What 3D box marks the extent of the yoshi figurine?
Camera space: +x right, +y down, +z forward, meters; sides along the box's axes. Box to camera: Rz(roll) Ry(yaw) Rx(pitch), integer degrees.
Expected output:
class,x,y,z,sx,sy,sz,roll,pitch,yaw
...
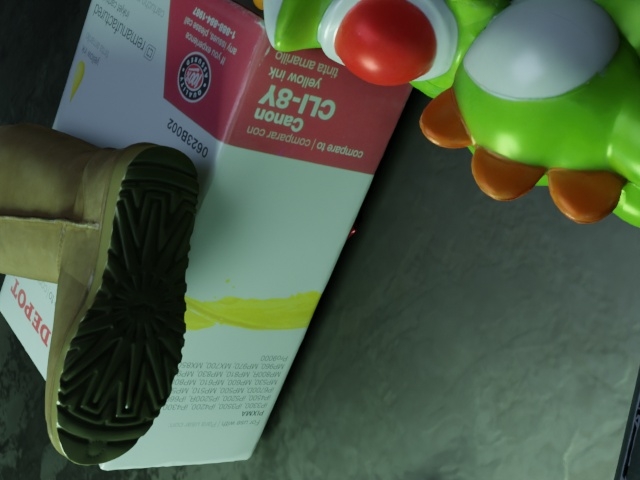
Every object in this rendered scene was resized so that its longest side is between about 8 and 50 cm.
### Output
class,x,y,z,sx,sy,sz,roll,pitch,yaw
yoshi figurine,0.109,-0.157,0.587,0.362,0.203,0.203,40,106,19

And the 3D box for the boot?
class,x,y,z,sx,sy,sz,roll,pitch,yaw
boot,-0.206,0.026,0.742,0.269,0.089,0.236,9,81,48

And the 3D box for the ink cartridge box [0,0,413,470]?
class,x,y,z,sx,sy,sz,roll,pitch,yaw
ink cartridge box,-0.122,-0.033,0.837,0.279,0.160,0.384,40,114,44

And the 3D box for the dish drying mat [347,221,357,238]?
class,x,y,z,sx,sy,sz,roll,pitch,yaw
dish drying mat,0.000,0.000,0.823,0.083,0.008,0.032,-39,60,36

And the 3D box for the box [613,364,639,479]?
class,x,y,z,sx,sy,sz,roll,pitch,yaw
box,0.266,0.154,0.433,0.295,0.073,0.293,15,92,59
